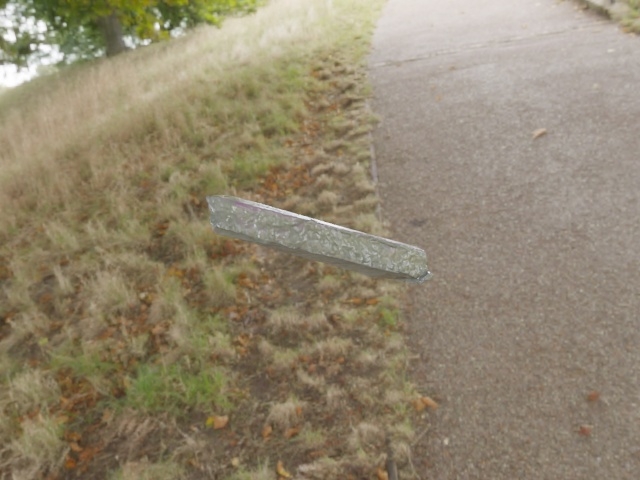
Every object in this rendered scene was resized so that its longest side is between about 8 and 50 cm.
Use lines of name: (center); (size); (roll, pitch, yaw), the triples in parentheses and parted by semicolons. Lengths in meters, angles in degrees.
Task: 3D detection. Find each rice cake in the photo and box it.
rice cake: (0.000, 0.001, 0.692); (0.270, 0.048, 0.055); (15, -15, -11)
